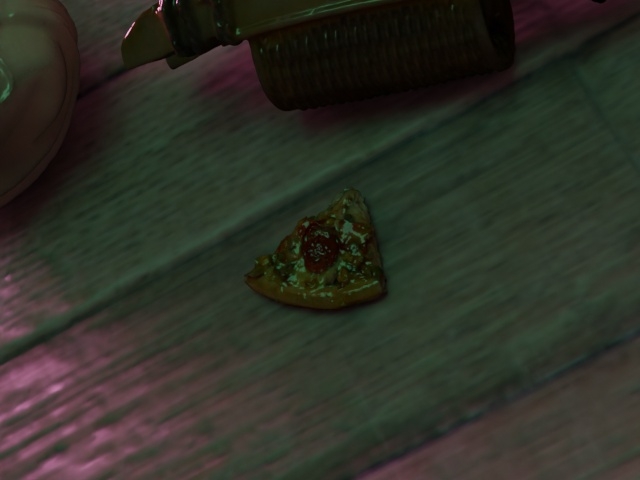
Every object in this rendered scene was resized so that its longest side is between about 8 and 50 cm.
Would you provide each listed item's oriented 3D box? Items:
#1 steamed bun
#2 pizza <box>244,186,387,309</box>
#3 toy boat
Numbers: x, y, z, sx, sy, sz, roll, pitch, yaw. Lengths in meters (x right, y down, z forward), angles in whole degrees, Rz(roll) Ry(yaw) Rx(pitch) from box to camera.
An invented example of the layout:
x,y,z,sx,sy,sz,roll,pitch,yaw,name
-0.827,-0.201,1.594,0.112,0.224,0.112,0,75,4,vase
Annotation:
x,y,z,sx,sy,sz,roll,pitch,yaw,name
-0.227,-0.086,0.878,0.183,0.106,0.182,-16,51,21,steamed bun
0.000,0.000,0.752,0.083,0.025,0.078,0,62,28,pizza
0.038,-0.137,0.773,0.310,0.089,0.115,-7,98,18,toy boat
